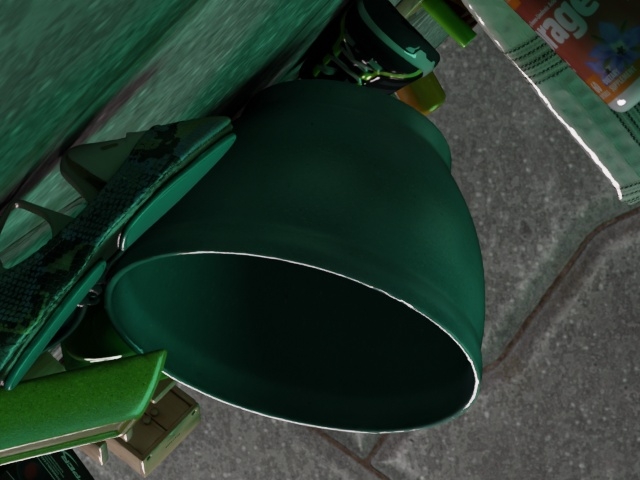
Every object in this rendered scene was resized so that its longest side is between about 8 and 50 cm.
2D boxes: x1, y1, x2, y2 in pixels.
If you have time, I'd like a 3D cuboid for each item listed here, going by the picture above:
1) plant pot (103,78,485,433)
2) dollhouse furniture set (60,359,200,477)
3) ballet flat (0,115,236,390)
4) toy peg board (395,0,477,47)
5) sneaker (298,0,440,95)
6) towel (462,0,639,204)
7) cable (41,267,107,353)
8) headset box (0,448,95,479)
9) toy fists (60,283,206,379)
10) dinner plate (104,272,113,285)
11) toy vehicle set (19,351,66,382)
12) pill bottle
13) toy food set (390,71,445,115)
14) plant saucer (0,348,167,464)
[{"bbox_3d":[0.000,0.000,1.483,0.293,0.293,0.196,134,-25,-59],"label":"plant pot"},{"bbox_3d":[-0.228,0.130,2.110,0.212,0.161,0.242,-45,157,-26],"label":"dollhouse furniture set"},{"bbox_3d":[-0.122,-0.011,0.965,0.188,0.070,0.070,-49,-179,-22],"label":"ballet flat"},{"bbox_3d":[0.172,-0.276,1.966,0.161,0.079,0.160,-44,179,22],"label":"toy peg board"},{"bbox_3d":[0.033,-0.139,1.576,0.097,0.084,0.235,-43,179,-5],"label":"sneaker"},{"bbox_3d":[0.301,-0.207,1.579,0.312,0.324,0.056,-28,-155,26],"label":"towel"},{"bbox_3d":[-0.205,0.057,1.281,0.150,0.047,0.184,-51,174,31],"label":"cable"},{"bbox_3d":[-0.367,0.322,1.818,0.218,0.110,0.293,-27,-167,33],"label":"headset box"},{"bbox_3d":[-0.150,0.073,1.704,0.142,0.096,0.279,-29,175,9],"label":"toy fists"},{"bbox_3d":[-0.168,0.015,1.819,0.141,0.017,0.141,-45,180,0],"label":"dinner plate"},{"bbox_3d":[-0.357,0.215,1.746,0.267,0.035,0.166,-44,179,-43],"label":"toy vehicle set"},{"bbox_3d":[0.201,-0.214,1.483,0.121,0.216,0.121,-45,179,-1],"label":"pill bottle"},{"bbox_3d":[-0.009,-0.112,1.756,0.232,0.104,0.111,-27,-163,12],"label":"toy food set"},{"bbox_3d":[-0.214,0.139,1.483,0.188,0.045,0.188,-12,171,-13],"label":"plant saucer"}]
